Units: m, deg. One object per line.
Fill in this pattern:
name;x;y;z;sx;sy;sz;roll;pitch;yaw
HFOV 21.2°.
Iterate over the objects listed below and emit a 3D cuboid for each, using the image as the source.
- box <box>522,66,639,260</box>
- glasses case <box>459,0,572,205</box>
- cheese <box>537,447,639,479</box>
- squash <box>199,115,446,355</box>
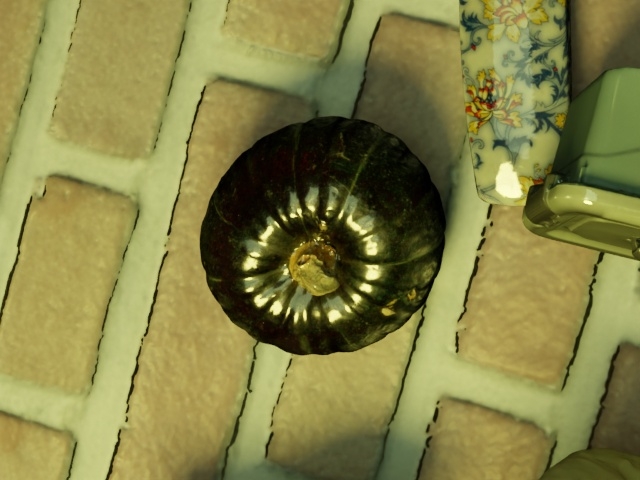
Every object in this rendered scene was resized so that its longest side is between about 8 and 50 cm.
box;0.270;-0.035;1.238;0.227;0.162;0.130;13;82;-3
glasses case;0.151;-0.151;1.328;0.087;0.065;0.248;-1;94;5
cheese;0.154;0.302;1.238;0.115;0.326;0.318;34;61;17
squash;0.000;-0.002;1.328;0.193;0.156;0.193;12;113;30
